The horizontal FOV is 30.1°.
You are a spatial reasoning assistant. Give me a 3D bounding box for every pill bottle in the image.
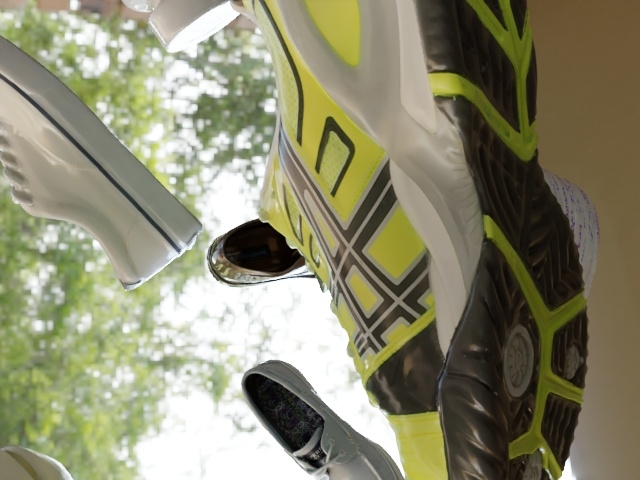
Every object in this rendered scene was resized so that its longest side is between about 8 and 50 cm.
[{"bbox_3d":[-0.171,-0.307,1.185,0.221,0.121,0.121,57,-29,1],"label":"pill bottle"}]

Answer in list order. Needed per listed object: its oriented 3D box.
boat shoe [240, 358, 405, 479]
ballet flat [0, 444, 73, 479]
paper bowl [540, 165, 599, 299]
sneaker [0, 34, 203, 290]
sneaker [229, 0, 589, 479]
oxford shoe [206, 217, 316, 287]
[{"bbox_3d":[-0.003,0.217,1.259,0.227,0.081,0.079,44,-75,18],"label":"boat shoe"},{"bbox_3d":[-0.216,0.171,0.653,0.409,0.147,0.146,-1,-92,27],"label":"ballet flat"},{"bbox_3d":[0.173,0.035,1.359,0.284,0.148,0.284,-53,-158,33],"label":"paper bowl"},{"bbox_3d":[-0.209,-0.065,0.921,0.091,0.258,0.094,-46,-170,-7],"label":"sneaker"},{"bbox_3d":[0.053,0.000,0.675,0.147,0.145,0.384,-4,-81,33],"label":"sneaker"},{"bbox_3d":[0.000,0.000,1.218,0.096,0.227,0.082,135,-62,-77],"label":"oxford shoe"}]
